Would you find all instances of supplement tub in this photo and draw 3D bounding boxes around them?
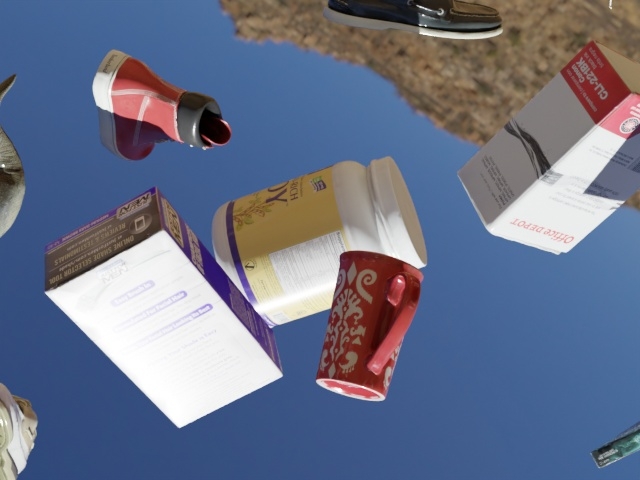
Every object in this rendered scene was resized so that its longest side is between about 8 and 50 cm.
[{"bbox_3d":[0.000,0.000,1.971,0.241,0.331,0.241,-19,-90,-78],"label":"supplement tub"}]

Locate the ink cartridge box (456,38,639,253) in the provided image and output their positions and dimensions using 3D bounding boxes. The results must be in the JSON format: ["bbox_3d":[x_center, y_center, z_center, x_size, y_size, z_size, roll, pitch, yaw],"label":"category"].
[{"bbox_3d":[0.355,-0.120,1.537,0.197,0.273,0.114,14,-140,-43],"label":"ink cartridge box"}]

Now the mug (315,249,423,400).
[{"bbox_3d":[0.058,0.105,1.407,0.113,0.169,0.150,15,163,4],"label":"mug"}]

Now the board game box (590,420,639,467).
[{"bbox_3d":[0.466,0.245,1.512,0.186,0.126,0.026,-19,-107,-40],"label":"board game box"}]

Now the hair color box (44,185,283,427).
[{"bbox_3d":[-0.215,0.102,1.571,0.339,0.185,0.110,55,-169,-41],"label":"hair color box"}]

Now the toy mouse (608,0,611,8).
[{"bbox_3d":[0.490,-0.458,1.915,0.161,0.031,0.143,8,152,34],"label":"toy mouse"}]

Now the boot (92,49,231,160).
[{"bbox_3d":[-0.203,-0.146,1.493,0.176,0.088,0.244,25,162,5],"label":"boot"}]

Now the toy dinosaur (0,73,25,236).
[{"bbox_3d":[-0.396,-0.041,1.208,0.160,0.314,0.121,33,-177,-25],"label":"toy dinosaur"}]

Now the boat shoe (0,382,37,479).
[{"bbox_3d":[-0.555,0.313,1.928,0.113,0.302,0.103,25,-128,6],"label":"boat shoe"}]

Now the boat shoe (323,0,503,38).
[{"bbox_3d":[0.177,-0.437,2.001,0.339,0.113,0.127,5,-156,-10],"label":"boat shoe"}]
